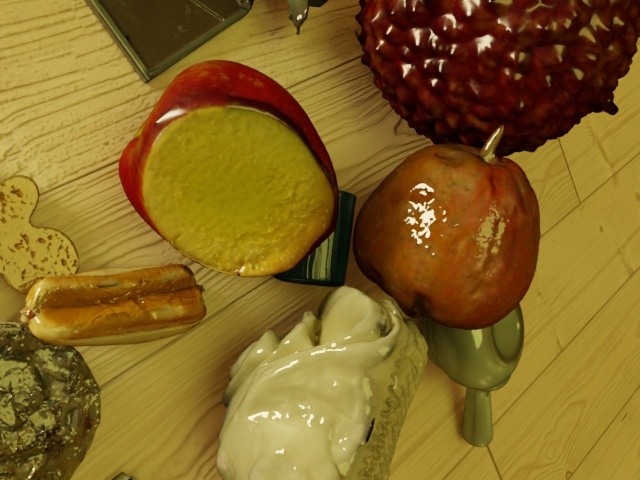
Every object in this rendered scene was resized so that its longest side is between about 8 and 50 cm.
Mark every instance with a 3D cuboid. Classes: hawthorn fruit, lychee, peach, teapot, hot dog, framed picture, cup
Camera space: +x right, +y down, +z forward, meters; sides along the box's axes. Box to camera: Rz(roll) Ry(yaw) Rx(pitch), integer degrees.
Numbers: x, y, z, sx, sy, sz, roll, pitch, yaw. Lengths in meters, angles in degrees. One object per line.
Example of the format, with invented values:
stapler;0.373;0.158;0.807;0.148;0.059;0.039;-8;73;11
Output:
hawthorn fruit;0.197;-0.032;0.913;0.277;0.277;0.298;2;120;-35
lychee;0.295;-0.330;0.978;0.500;0.424;0.424;25;72;-12
peach;-0.097;-0.092;0.796;0.275;0.249;0.245;42;43;-20
teapot;0.266;0.211;1.090;0.220;0.149;0.318;10;79;-45
hot dog;-0.243;0.083;0.772;0.249;0.076;0.102;-5;63;-49
framed picture;-0.250;-0.391;0.847;0.213;0.016;0.289;-46;112;-29
cup;0.005;-0.001;0.943;0.150;0.113;0.138;11;83;-33

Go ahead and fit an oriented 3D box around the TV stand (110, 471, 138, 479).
TV stand;-0.321;0.368;0.734;0.249;0.036;0.042;-33;107;-32

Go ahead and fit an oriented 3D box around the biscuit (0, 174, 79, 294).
biscuit;-0.392;-0.016;0.709;0.240;0.035;0.158;38;69;-27

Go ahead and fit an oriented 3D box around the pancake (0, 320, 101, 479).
pancake;-0.389;0.212;0.688;0.283;0.049;0.282;2;86;-34

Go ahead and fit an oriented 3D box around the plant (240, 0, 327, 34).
plant;-0.068;-0.406;0.899;0.203;0.131;0.142;52;44;-7

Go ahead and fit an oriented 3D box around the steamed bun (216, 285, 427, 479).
steamed bun;-0.014;0.221;0.840;0.394;0.238;0.346;-43;144;-55
